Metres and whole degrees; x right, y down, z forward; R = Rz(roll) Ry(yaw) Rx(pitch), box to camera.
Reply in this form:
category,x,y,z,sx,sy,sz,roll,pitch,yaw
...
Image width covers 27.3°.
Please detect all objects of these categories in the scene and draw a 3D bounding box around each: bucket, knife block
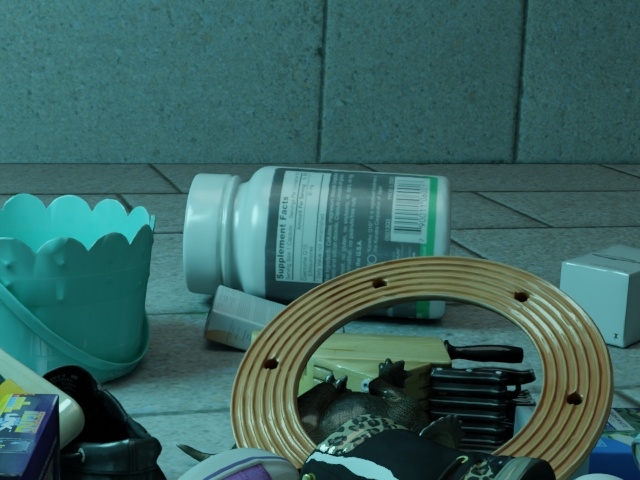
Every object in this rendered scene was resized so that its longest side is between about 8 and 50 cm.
category,x,y,z,sx,sy,sz,roll,pitch,yaw
bucket,-0.330,0.056,1.563,0.281,0.183,0.281,2,13,-1
knife block,0.091,0.153,1.434,0.276,0.088,0.242,14,15,43

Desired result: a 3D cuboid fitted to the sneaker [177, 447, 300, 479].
category,x,y,z,sx,sy,sz,roll,pitch,yaw
sneaker,-0.068,0.250,0.939,0.161,0.102,0.282,15,27,33

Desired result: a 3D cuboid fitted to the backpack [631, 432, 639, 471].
category,x,y,z,sx,sy,sz,roll,pitch,yaw
backpack,0.358,0.183,1.019,0.191,0.225,0.253,-28,14,0

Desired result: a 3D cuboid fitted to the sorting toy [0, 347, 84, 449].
category,x,y,z,sx,sy,sz,roll,pitch,yaw
sorting toy,-0.322,0.173,1.134,0.193,0.038,0.208,-40,33,-20

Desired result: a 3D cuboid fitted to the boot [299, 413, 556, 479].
category,x,y,z,sx,sy,sz,roll,pitch,yaw
boot,0.041,0.224,0.965,0.179,0.085,0.236,14,44,46

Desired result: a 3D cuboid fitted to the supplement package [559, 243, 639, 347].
category,x,y,z,sx,sy,sz,roll,pitch,yaw
supplement package,0.420,0.074,1.837,0.105,0.105,0.179,13,16,36

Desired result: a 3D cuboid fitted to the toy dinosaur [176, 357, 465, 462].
category,x,y,z,sx,sy,sz,roll,pitch,yaw
toy dinosaur,0.015,0.177,1.228,0.314,0.121,0.160,7,6,7

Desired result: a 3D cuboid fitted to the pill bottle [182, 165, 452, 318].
category,x,y,z,sx,sy,sz,roll,pitch,yaw
pill bottle,0.000,0.000,1.851,0.361,0.204,0.204,4,12,5

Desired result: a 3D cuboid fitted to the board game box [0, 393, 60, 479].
category,x,y,z,sx,sy,sz,roll,pitch,yaw
board game box,-0.226,0.206,0.976,0.048,0.141,0.170,2,13,-3

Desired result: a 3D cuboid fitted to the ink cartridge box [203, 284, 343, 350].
category,x,y,z,sx,sy,sz,roll,pitch,yaw
ink cartridge box,-0.060,0.118,1.725,0.179,0.045,0.145,21,11,-4

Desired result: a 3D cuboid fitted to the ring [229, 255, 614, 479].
category,x,y,z,sx,sy,sz,roll,pitch,yaw
ring,0.087,0.132,1.164,0.337,0.032,0.336,-8,38,7

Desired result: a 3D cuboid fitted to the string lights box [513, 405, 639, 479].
category,x,y,z,sx,sy,sz,roll,pitch,yaw
string lights box,0.322,0.211,1.232,0.260,0.076,0.133,1,11,-7

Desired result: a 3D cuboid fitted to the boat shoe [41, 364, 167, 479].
category,x,y,z,sx,sy,sz,roll,pitch,yaw
boat shoe,-0.227,0.173,1.199,0.127,0.113,0.340,-3,13,-24

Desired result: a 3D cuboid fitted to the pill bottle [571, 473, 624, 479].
category,x,y,z,sx,sy,sz,roll,pitch,yaw
pill bottle,0.214,0.244,0.968,0.112,0.112,0.186,4,12,4
